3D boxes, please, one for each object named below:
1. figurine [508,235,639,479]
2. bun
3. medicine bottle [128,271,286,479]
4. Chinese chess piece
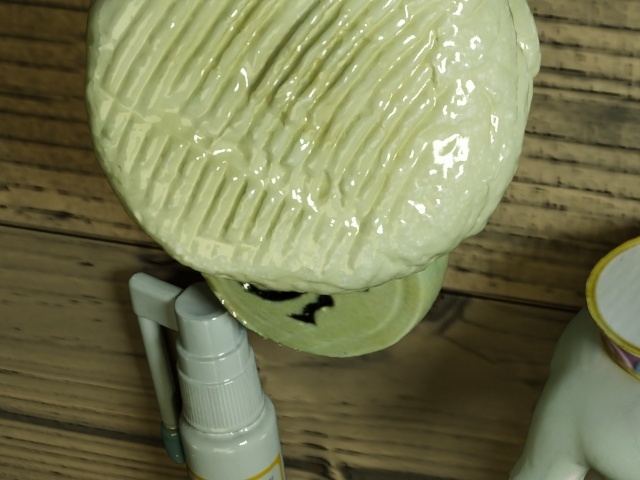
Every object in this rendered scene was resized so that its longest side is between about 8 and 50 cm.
[{"bbox_3d":[0.195,0.125,1.039,0.189,0.142,0.263,-8,130,-1],"label":"figurine"},{"bbox_3d":[-0.003,-0.086,0.930,0.220,0.134,0.220,0,105,0],"label":"bun"},{"bbox_3d":[-0.068,0.114,1.193,0.092,0.061,0.220,21,137,30],"label":"medicine bottle"},{"bbox_3d":[0.000,0.000,1.060,0.144,0.058,0.144,12,134,13],"label":"Chinese chess piece"}]
